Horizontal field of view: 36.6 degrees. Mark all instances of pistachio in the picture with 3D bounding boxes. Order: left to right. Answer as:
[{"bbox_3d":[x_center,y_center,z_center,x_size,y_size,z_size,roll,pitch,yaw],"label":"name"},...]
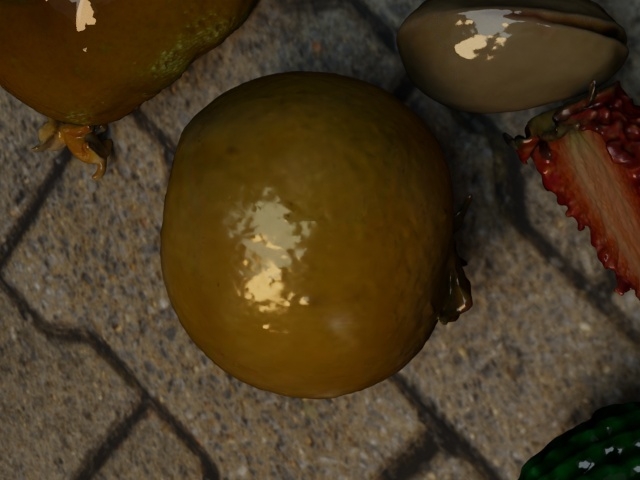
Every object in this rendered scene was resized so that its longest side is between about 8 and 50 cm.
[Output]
[{"bbox_3d":[0.154,-0.161,0.789,0.185,0.126,0.108,5,74,16],"label":"pistachio"}]

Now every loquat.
[{"bbox_3d":[0.000,0.000,0.816,0.275,0.275,0.275,6,105,24],"label":"loquat"}]

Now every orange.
[{"bbox_3d":[-0.215,-0.259,0.918,0.334,0.196,0.262,-30,101,15],"label":"orange"}]

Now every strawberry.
[{"bbox_3d":[0.250,-0.032,0.778,0.087,0.167,0.208,-31,93,-11],"label":"strawberry"}]

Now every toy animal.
[{"bbox_3d":[-0.270,-0.101,1.044,0.083,0.060,0.081,-10,97,19],"label":"toy animal"}]

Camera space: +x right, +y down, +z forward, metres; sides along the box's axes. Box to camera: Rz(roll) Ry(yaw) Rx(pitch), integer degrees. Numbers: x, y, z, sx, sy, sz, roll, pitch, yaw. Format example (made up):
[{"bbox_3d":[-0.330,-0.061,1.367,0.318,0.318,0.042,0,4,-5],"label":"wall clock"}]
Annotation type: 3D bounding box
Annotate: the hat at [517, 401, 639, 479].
[{"bbox_3d":[0.340,0.224,0.760,0.332,0.242,0.274,-31,125,7],"label":"hat"}]
